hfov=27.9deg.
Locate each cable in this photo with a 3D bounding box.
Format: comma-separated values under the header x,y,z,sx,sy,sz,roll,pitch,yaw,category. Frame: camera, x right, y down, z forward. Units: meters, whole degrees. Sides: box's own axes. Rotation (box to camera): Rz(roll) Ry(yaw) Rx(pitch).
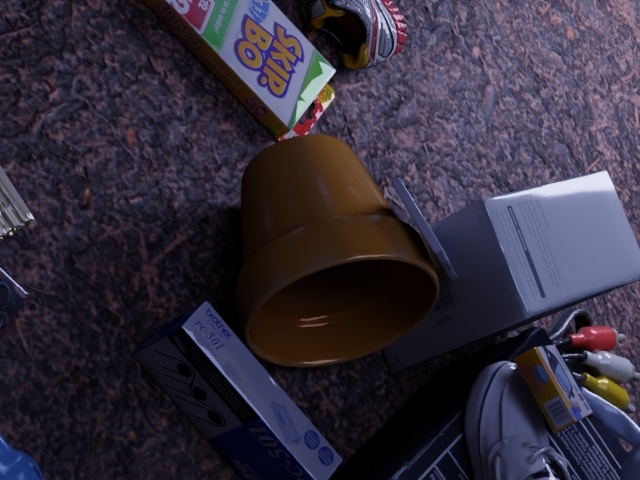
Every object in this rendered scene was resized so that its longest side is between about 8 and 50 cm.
x,y,z,sx,sy,sz,roll,pitch,yaw,category
0.294,0.133,1.563,0.287,0.072,0.140,16,61,-48,cable

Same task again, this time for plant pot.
x,y,z,sx,sy,sz,roll,pitch,yaw,category
0.000,0.000,1.341,0.205,0.205,0.188,10,49,-35,plant pot

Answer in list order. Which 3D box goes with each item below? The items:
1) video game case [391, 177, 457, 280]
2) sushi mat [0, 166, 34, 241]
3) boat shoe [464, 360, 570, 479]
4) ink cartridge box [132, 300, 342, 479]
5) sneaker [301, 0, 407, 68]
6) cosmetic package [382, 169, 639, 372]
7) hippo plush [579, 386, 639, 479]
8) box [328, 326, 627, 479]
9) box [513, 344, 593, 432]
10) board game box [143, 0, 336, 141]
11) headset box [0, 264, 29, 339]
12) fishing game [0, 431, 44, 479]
x,y,z,sx,sy,sz,roll,pitch,yaw,category
0.106,-0.009,1.304,0.087,0.011,0.122,60,4,19,video game case
-0.402,-0.118,1.177,0.151,0.019,0.317,-34,93,-44,sushi mat
0.197,0.230,1.211,0.095,0.084,0.258,16,60,-31,boat shoe
-0.081,0.161,1.254,0.207,0.097,0.046,50,48,-10,ink cartridge box
0.015,-0.307,1.552,0.225,0.088,0.092,54,49,-6,sneaker
0.201,0.034,1.453,0.224,0.224,0.138,-12,78,-42,cosmetic package
0.427,0.277,1.268,0.234,0.236,0.294,18,60,-32,hippo plush
0.181,0.302,1.344,0.294,0.182,0.296,-37,93,-44,box
0.233,0.144,1.277,0.081,0.028,0.136,62,17,12,box
-0.087,-0.231,1.474,0.259,0.039,0.124,47,49,-16,board game box
-0.306,0.056,1.157,0.062,0.032,0.083,51,47,-30,headset box
-0.311,0.231,1.079,0.264,0.041,0.189,44,41,-8,fishing game
